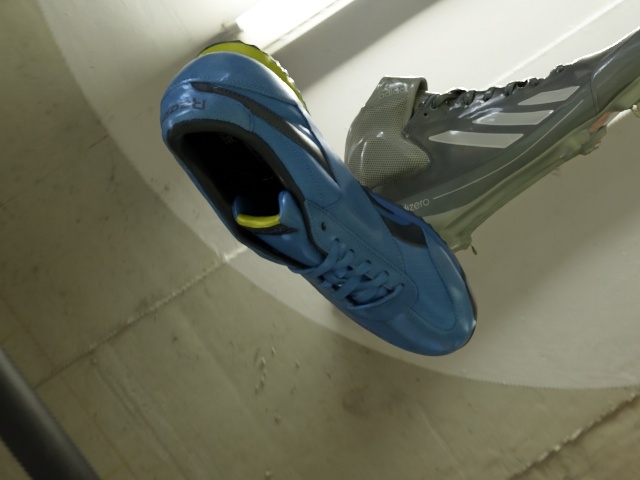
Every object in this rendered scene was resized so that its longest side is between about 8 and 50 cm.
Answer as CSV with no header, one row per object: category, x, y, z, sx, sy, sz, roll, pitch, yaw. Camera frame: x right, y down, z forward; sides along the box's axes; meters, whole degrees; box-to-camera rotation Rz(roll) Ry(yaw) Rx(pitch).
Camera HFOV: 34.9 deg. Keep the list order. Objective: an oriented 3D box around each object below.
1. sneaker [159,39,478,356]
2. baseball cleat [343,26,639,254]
sneaker,0.000,0.000,0.494,0.069,0.082,0.209,-32,-65,27
baseball cleat,0.089,-0.067,0.550,0.206,0.072,0.109,-39,-101,14
